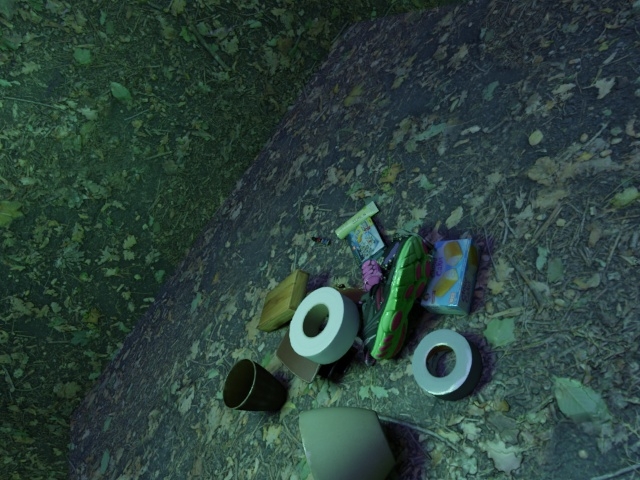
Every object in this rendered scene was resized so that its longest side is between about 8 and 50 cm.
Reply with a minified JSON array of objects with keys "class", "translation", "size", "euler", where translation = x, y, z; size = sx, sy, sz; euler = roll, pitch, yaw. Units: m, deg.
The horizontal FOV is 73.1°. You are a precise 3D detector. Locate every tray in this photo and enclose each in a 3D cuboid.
[{"class":"tray","translation":[-0.189,0.304,2.120],"size":[0.411,0.076,0.202],"euler":[-42,30,54]}]

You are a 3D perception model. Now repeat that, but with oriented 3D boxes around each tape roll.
[{"class":"tape roll","translation":[0.413,0.407,1.423],"size":[0.219,0.072,0.219],"euler":[-30,42,31]},{"class":"tape roll","translation":[0.011,0.328,1.678],"size":[0.286,0.100,0.286],"euler":[-30,41,31]}]

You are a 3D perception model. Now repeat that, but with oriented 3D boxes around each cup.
[{"class":"cup","translation":[0.102,0.678,1.396],"size":[0.237,0.331,0.331],"euler":[-22,39,1]}]

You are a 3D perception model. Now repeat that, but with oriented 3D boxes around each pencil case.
[{"class":"pencil case","translation":[0.222,0.144,1.802],"size":[0.209,0.095,0.098],"euler":[-90,12,-73]}]

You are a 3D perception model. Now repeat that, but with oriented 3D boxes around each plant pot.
[{"class":"plant pot","translation":[-0.269,0.654,1.889],"size":[0.215,0.230,0.215],"euler":[-31,41,31]}]

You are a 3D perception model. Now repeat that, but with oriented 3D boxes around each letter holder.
[{"class":"letter holder","translation":[-0.029,0.477,1.829],"size":[0.302,0.152,0.214],"euler":[18,78,55]}]

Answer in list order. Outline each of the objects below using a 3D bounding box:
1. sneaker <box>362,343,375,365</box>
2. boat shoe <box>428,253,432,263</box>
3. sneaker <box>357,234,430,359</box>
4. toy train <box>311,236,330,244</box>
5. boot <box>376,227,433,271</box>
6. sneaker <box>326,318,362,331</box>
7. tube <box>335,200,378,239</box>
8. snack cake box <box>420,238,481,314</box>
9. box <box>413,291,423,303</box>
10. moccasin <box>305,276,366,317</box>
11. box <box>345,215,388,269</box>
[{"class":"sneaker","translation":[0.186,0.440,1.701],"size":[0.057,0.047,0.119],"euler":[-40,30,45]},{"class":"boat shoe","translation":[0.405,0.070,1.738],"size":[0.066,0.066,0.183],"euler":[-36,28,-8]},{"class":"sneaker","translation":[0.246,0.197,1.588],"size":[0.202,0.185,0.482],"euler":[30,105,44]},{"class":"toy train","translation":[0.000,0.000,2.300],"size":[0.158,0.036,0.027],"euler":[15,73,54]},{"class":"boot","translation":[0.327,0.053,1.698],"size":[0.178,0.085,0.236],"euler":[-53,23,-3]},{"class":"sneaker","translation":[0.093,0.369,1.846],"size":[0.188,0.066,0.071],"euler":[-13,53,45]},{"class":"tube","translation":[0.181,-0.100,2.154],"size":[0.240,0.062,0.070],"euler":[-38,78,15]},{"class":"snack cake box","translation":[0.475,0.131,1.570],"size":[0.152,0.089,0.264],"euler":[-6,56,47]},{"class":"box","translation":[0.338,0.178,1.710],"size":[0.126,0.072,0.137],"euler":[-14,50,44]},{"class":"moccasin","translation":[0.087,0.250,1.895],"size":[0.380,0.139,0.147],"euler":[-12,31,45]},{"class":"box","translation":[0.215,0.010,2.026],"size":[0.159,0.044,0.233],"euler":[-41,36,19]}]
